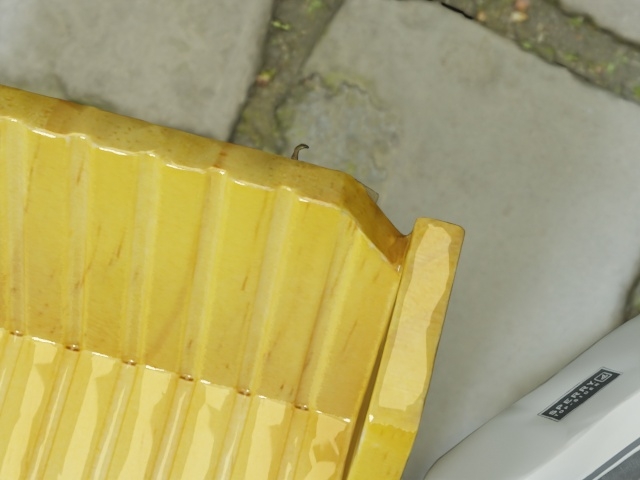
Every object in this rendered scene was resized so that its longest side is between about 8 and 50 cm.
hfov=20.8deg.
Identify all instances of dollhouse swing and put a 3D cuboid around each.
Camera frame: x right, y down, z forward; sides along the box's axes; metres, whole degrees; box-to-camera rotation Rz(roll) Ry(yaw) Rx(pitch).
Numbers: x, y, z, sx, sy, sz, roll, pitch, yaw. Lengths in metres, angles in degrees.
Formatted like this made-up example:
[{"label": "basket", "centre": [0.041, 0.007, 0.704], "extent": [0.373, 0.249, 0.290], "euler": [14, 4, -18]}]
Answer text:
[{"label": "dollhouse swing", "centre": [-0.138, 0.143, 0.969], "extent": [0.347, 0.315, 0.305], "euler": [15, 56, 1]}]

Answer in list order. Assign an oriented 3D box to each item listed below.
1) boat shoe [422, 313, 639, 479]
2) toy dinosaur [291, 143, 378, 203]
[{"label": "boat shoe", "centre": [0.204, 0.123, 1.078], "extent": [0.301, 0.108, 0.102], "euler": [-31, 111, -22]}, {"label": "toy dinosaur", "centre": [0.000, 0.000, 1.130], "extent": [0.183, 0.053, 0.092], "euler": [35, 93, 14]}]
